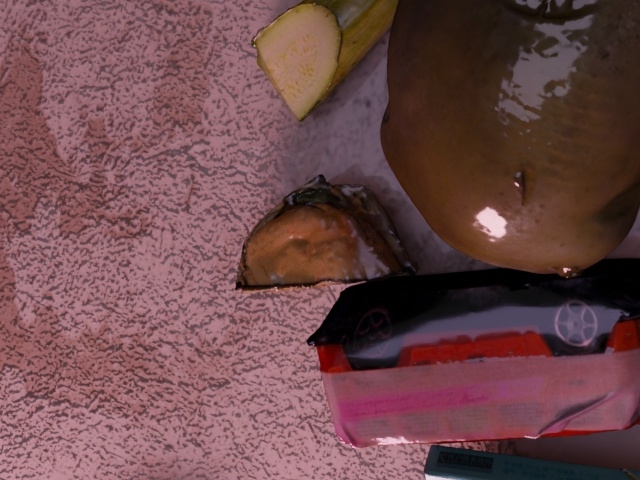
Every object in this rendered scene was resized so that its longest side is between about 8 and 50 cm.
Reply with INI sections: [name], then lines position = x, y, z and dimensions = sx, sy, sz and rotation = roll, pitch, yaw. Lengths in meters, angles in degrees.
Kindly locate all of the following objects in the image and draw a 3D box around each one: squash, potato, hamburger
[squash]
position = 0.021, -0.203, 1.129
dimensions = 0.200, 0.075, 0.090
rotation = -45, 57, 18
[potato]
position = 0.171, -0.139, 1.011
dimensions = 0.243, 0.221, 0.326
rotation = 23, 110, 12
[hamburger]
position = 0.004, -0.007, 1.166
dimensions = 0.176, 0.087, 0.102
rotation = -7, 85, 26

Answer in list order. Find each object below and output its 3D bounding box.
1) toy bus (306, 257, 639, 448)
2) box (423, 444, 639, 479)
[toy bus]
position = 0.150, 0.098, 1.108
dimensions = 0.303, 0.127, 0.147
rotation = -5, 102, 18
[box]
position = 0.212, 0.261, 1.118
dimensions = 0.229, 0.041, 0.162
rotation = 4, 131, 17
